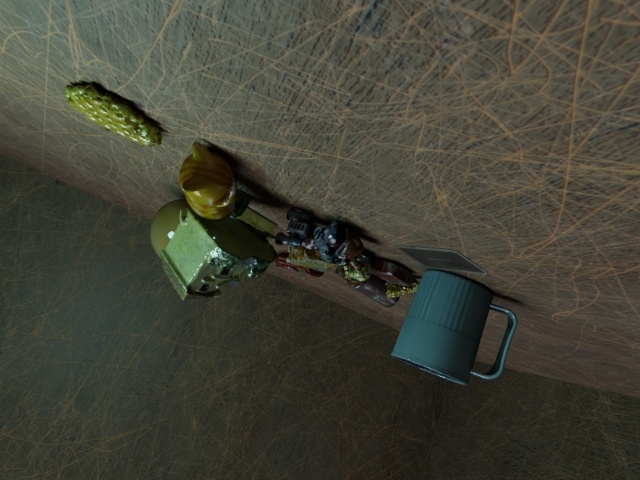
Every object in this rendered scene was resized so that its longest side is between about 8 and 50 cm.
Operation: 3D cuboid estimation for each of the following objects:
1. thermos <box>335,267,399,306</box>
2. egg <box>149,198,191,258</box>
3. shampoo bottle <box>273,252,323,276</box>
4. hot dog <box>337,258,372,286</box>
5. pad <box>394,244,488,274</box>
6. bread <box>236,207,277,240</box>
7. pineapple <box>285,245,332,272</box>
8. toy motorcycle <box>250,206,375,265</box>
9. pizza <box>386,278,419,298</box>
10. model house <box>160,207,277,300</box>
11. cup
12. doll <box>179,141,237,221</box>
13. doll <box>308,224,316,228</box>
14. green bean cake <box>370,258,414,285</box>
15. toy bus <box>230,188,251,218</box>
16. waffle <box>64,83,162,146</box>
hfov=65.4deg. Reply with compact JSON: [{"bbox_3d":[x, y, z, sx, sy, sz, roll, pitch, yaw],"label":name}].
[{"bbox_3d":[0.203,0.169,2.029,0.136,0.110,0.330,10,163,48],"label":"thermos"},{"bbox_3d":[-0.584,-0.027,2.159,0.300,0.301,0.374,21,166,7],"label":"egg"},{"bbox_3d":[-0.118,0.116,2.481,0.118,0.076,0.314,29,167,-40],"label":"shampoo bottle"},{"bbox_3d":[0.112,0.103,1.817,0.146,0.103,0.213,53,161,14],"label":"hot dog"},{"bbox_3d":[0.358,0.058,1.503,0.176,0.002,0.266,30,167,-31],"label":"pad"},{"bbox_3d":[-0.361,-0.046,1.970,0.263,0.199,0.236,7,153,48],"label":"bread"},{"bbox_3d":[-0.018,0.061,1.966,0.236,0.115,0.186,12,164,32],"label":"pineapple"},{"bbox_3d":[-0.025,-0.013,1.590,0.400,0.134,0.207,17,167,17],"label":"toy motorcycle"},{"bbox_3d":[0.295,0.173,1.880,0.178,0.130,0.041,29,145,64],"label":"pizza"},{"bbox_3d":[-0.331,0.079,1.596,0.261,0.266,0.321,46,-163,29],"label":"model house"},{"bbox_3d":[0.429,0.285,1.625,0.256,0.312,0.331,32,165,-39],"label":"cup"},{"bbox_3d":[-0.317,-0.158,1.426,0.162,0.167,0.269,2,165,-12],"label":"doll"},{"bbox_3d":[-0.002,0.004,1.760,0.179,0.075,0.120,24,164,-12],"label":"doll"},{"bbox_3d":[0.257,0.114,1.815,0.135,0.057,0.135,30,165,-35],"label":"green bean cake"},{"bbox_3d":[-0.351,-0.139,1.763,0.109,0.091,0.261,39,159,-34],"label":"toy bus"},{"bbox_3d":[-0.564,-0.335,1.361,0.290,0.051,0.291,23,166,6],"label":"waffle"}]
